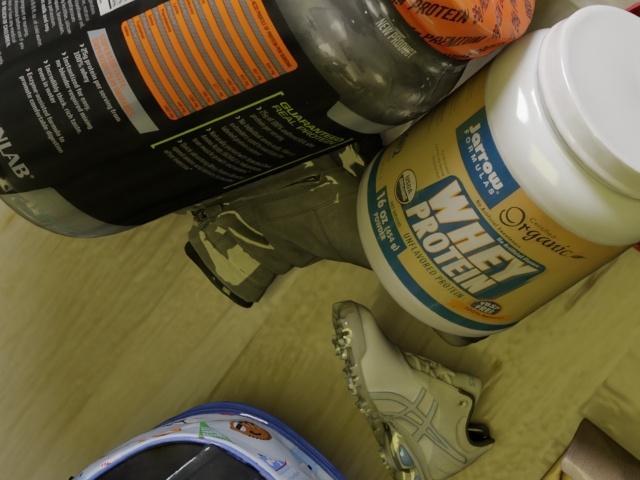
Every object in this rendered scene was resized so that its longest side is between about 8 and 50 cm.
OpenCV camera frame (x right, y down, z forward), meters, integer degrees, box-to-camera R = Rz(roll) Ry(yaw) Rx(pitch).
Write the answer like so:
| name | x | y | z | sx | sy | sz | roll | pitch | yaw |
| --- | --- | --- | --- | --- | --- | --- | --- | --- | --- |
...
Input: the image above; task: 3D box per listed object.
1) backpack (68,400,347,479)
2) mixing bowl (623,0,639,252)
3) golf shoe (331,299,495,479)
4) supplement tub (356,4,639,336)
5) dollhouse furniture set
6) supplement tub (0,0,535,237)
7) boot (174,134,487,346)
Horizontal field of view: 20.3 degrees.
| name | x | y | z | sx | sy | sz | roll | pitch | yaw |
| --- | --- | --- | --- | --- | --- | --- | --- | --- | --- |
| backpack | -0.085 | 0.248 | 1.220 | 0.263 | 0.213 | 0.276 | -42 | 92 | 22 |
| mixing bowl | 0.261 | -0.075 | 1.143 | 0.181 | 0.098 | 0.181 | 16 | 115 | 39 |
| golf shoe | 0.063 | 0.096 | 1.217 | 0.086 | 0.069 | 0.176 | -23 | 130 | 4 |
| supplement tub | 0.131 | -0.041 | 1.106 | 0.144 | 0.144 | 0.200 | 54 | 135 | 3 |
| dollhouse furniture set | 0.181 | 0.232 | 1.196 | 0.144 | 0.123 | 0.151 | 38 | 103 | 7 |
| supplement tub | -0.053 | -0.141 | 1.103 | 0.338 | 0.207 | 0.207 | -19 | 91 | 30 |
| boot | 0.000 | 0.000 | 1.250 | 0.161 | 0.083 | 0.246 | -39 | 83 | 23 |
